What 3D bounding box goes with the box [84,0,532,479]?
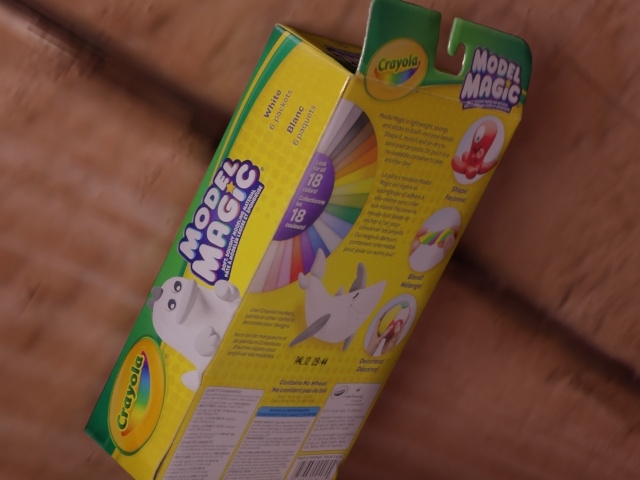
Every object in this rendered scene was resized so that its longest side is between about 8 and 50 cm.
[{"bbox_3d":[0.000,0.000,0.619,0.105,0.043,0.179,8,115,-53],"label":"box"}]
